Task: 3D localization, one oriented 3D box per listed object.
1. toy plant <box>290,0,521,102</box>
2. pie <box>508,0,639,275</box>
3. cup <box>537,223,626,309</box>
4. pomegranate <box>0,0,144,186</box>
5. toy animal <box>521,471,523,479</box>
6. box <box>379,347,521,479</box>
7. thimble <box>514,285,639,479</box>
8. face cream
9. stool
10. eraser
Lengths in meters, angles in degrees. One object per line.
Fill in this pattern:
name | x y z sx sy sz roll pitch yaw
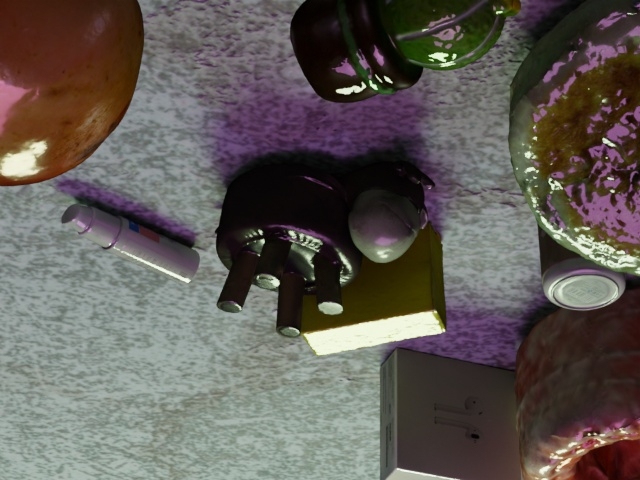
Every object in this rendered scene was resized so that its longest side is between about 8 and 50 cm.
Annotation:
toy plant | 0.064 -0.158 1.375 0.162 0.092 0.093 -20 141 24
pie | 0.286 -0.085 1.466 0.303 0.067 0.302 0 131 0
cup | 0.233 0.002 1.604 0.102 0.099 0.074 0 147 2
pomegranate | -0.228 -0.135 1.322 0.209 0.209 0.209 1 147 0
toy animal | 0.318 0.278 1.984 0.325 0.154 0.208 28 164 -4
box | 0.124 0.182 1.852 0.129 0.130 0.051 12 147 -16
thimble | 0.296 0.158 1.789 0.239 0.162 0.239 -2 145 -1
face cream | -0.166 0.001 1.670 0.130 0.034 0.034 25 140 -33
stool | 0.000 0.000 1.594 0.217 0.121 0.125 -10 144 25
eraser | 0.046 0.041 1.670 0.122 0.097 0.045 -10 143 16
